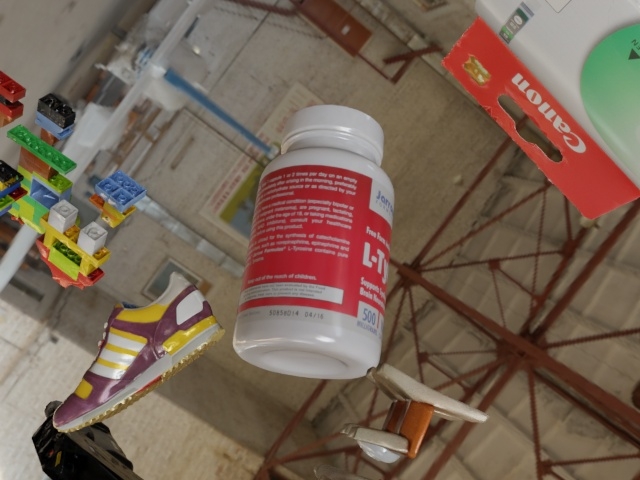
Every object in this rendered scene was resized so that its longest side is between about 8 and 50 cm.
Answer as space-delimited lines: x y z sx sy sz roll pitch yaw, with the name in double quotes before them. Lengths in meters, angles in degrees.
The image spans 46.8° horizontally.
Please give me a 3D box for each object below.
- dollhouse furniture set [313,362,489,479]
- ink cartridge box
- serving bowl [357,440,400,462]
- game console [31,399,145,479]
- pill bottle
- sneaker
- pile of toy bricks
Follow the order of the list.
"dollhouse furniture set" 0.050 0.259 0.636 0.259 0.135 0.262 105 10 -76
"ink cartridge box" 0.163 -0.093 0.479 0.056 0.181 0.225 -41 178 -20
"serving bowl" 0.094 0.353 1.255 0.027 0.083 0.083 -59 -163 -4
"game console" -0.256 0.270 0.887 0.044 0.213 0.361 -50 -159 -15
"pill bottle" 0.000 0.000 1.193 0.229 0.229 0.408 -29 -131 55
"sneaker" -0.183 0.106 0.698 0.185 0.084 0.069 -34 172 3
"pile of toy bricks" -0.256 -0.047 0.661 0.118 0.212 0.105 -48 172 -47
